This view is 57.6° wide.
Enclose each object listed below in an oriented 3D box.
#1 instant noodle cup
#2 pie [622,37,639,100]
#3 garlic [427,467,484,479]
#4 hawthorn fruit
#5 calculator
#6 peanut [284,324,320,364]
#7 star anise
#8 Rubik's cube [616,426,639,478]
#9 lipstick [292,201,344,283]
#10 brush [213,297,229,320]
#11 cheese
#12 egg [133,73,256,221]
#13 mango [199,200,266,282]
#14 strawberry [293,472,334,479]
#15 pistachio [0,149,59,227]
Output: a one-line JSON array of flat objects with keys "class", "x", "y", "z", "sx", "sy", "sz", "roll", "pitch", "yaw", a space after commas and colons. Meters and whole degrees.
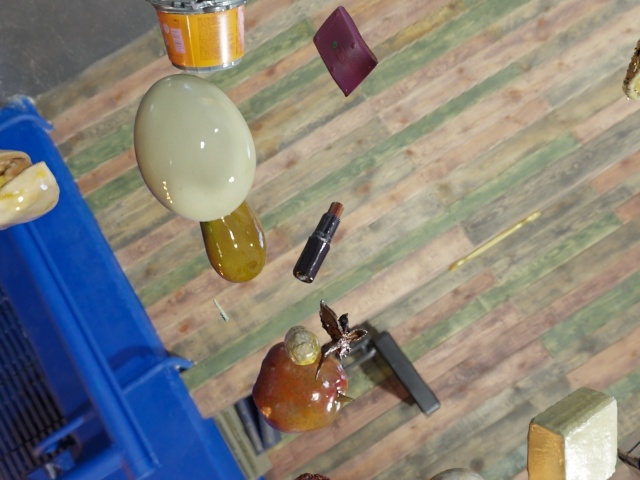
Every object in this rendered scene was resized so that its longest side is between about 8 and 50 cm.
[{"class": "instant noodle cup", "x": -0.196, "y": -0.357, "z": 0.974, "sx": 0.208, "sy": 0.178, "sz": 0.125, "roll": -72, "pitch": 164, "yaw": -53}, {"class": "pie", "x": 0.565, "y": -0.307, "z": 0.850, "sx": 0.274, "sy": 0.055, "sz": 0.274, "roll": -24, "pitch": 159, "yaw": -10}, {"class": "garlic", "x": 0.327, "y": 0.586, "z": 1.343, "sx": 0.198, "sy": 0.090, "sz": 0.128, "roll": 19, "pitch": 132, "yaw": -33}, {"class": "hawthorn fruit", "x": -0.035, "y": 0.427, "z": 1.667, "sx": 0.298, "sy": 0.277, "sz": 0.277, "roll": 8, "pitch": -174, "yaw": 25}, {"class": "calculator", "x": 0.053, "y": -0.457, "z": 1.407, "sx": 0.034, "sy": 0.190, "sz": 0.126, "roll": -15, "pitch": 161, "yaw": -45}, {"class": "peanut", "x": -0.048, "y": 0.258, "z": 1.446, "sx": 0.087, "sy": 0.087, "sz": 0.207, "roll": -32, "pitch": -176, "yaw": -6}, {"class": "star anise", "x": 0.022, "y": 0.247, "z": 1.407, "sx": 0.158, "sy": 0.140, "sz": 0.144, "roll": 30, "pitch": 140, "yaw": -29}, {"class": "Rubik's cube", "x": 0.556, "y": 0.312, "z": 0.809, "sx": 0.183, "sy": 0.180, "sz": 0.167, "roll": -47, "pitch": 158, "yaw": 2}, {"class": "lipstick", "x": 0.000, "y": 0.000, "z": 1.889, "sx": 0.081, "sy": 0.081, "sz": 0.299, "roll": 114, "pitch": 1, "yaw": -67}, {"class": "brush", "x": -0.316, "y": 0.219, "z": 1.832, "sx": 0.013, "sy": 0.083, "sz": 0.016, "roll": -31, "pitch": -177, "yaw": 19}, {"class": "cheese", "x": 0.672, "y": 0.550, "z": 1.546, "sx": 0.266, "sy": 0.242, "sz": 0.124, "roll": -14, "pitch": -162, "yaw": -37}, {"class": "egg", "x": -0.199, "y": -0.144, "z": 0.927, "sx": 0.186, "sy": 0.186, "sz": 0.241, "roll": -27, "pitch": 123, "yaw": -26}, {"class": "mango", "x": -0.219, "y": -0.017, "z": 1.466, "sx": 0.139, "sy": 0.254, "sz": 0.175, "roll": -9, "pitch": -162, "yaw": 16}, {"class": "strawberry", "x": -0.031, "y": 0.617, "z": 1.304, "sx": 0.234, "sy": 0.178, "sz": 0.233, "roll": -14, "pitch": 118, "yaw": -28}, {"class": "pistachio", "x": -0.852, "y": -0.135, "z": 1.594, "sx": 0.230, "sy": 0.230, "sz": 0.309, "roll": -36, "pitch": -171, "yaw": 10}]
